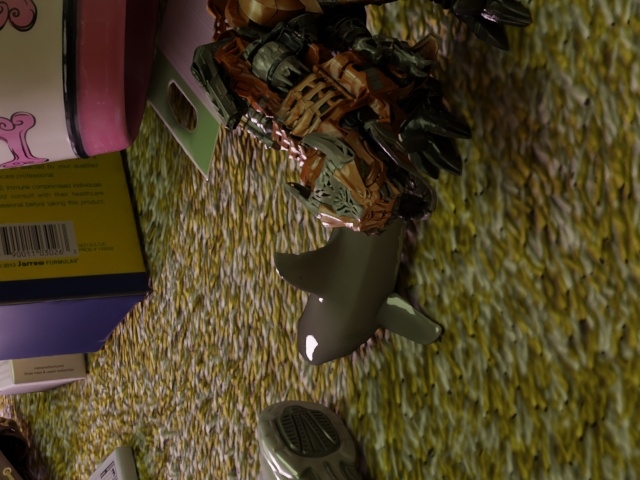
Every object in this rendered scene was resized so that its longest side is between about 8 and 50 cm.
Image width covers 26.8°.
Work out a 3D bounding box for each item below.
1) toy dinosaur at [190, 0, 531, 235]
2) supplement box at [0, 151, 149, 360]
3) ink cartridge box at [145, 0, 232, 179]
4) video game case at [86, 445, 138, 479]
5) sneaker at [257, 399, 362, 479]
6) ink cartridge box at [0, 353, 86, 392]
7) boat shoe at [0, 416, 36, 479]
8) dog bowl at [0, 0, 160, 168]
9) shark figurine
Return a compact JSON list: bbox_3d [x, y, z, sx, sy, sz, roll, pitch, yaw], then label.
[{"bbox_3d":[0.007,-0.135,0.895,0.164,0.218,0.322,-47,52,53],"label":"toy dinosaur"},{"bbox_3d":[-0.348,-0.060,1.555,0.194,0.195,0.356,-43,56,54],"label":"supplement box"},{"bbox_3d":[-0.089,-0.198,1.228,0.171,0.056,0.235,51,136,47],"label":"ink cartridge box"},{"bbox_3d":[-0.245,0.362,1.581,0.201,0.023,0.183,-46,53,51],"label":"video game case"},{"bbox_3d":[0.008,0.240,1.076,0.232,0.090,0.115,-115,29,-49],"label":"sneaker"},{"bbox_3d":[-0.384,0.073,1.725,0.172,0.100,0.237,-22,73,59],"label":"ink cartridge box"},{"bbox_3d":[-0.449,0.307,1.866,0.116,0.097,0.324,57,176,-38],"label":"boat shoe"},{"bbox_3d":[-0.234,-0.260,1.250,0.408,0.150,0.408,-174,90,-88],"label":"dog bowl"},{"bbox_3d":[0.010,-0.019,1.012,0.166,0.116,0.278,24,115,56],"label":"shark figurine"}]
